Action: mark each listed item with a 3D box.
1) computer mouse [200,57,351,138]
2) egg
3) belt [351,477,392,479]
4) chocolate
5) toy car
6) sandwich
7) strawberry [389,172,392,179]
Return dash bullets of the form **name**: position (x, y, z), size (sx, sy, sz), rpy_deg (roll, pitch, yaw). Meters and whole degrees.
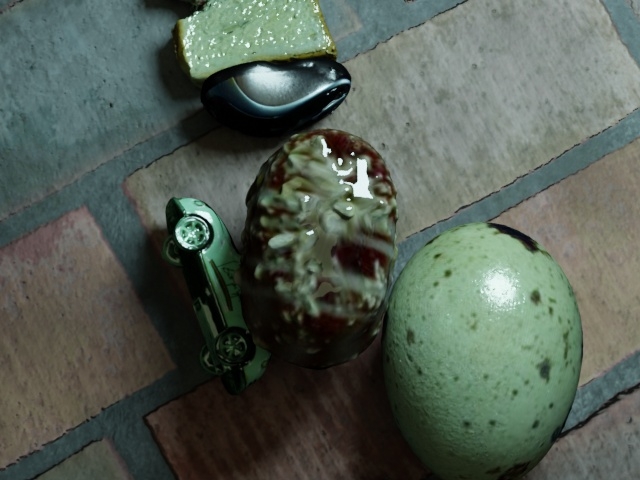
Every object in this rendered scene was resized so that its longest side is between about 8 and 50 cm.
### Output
- **computer mouse**: position (-0.064, -0.212, 1.753), size (0.233, 0.137, 0.096), rpy_deg (-7, 78, -6)
- **egg**: position (0.231, 0.163, 1.645), size (0.287, 0.287, 0.380), rpy_deg (-5, 85, -5)
- **belt**: position (0.045, 0.439, 1.655), size (0.289, 0.164, 0.184), rpy_deg (-2, 91, -4)
- **chocolate**: position (0.000, 0.000, 1.565), size (0.225, 0.210, 0.340), rpy_deg (8, 79, -1)
- **toy car**: position (-0.142, 0.074, 1.713), size (0.125, 0.136, 0.306), rpy_deg (-16, 82, -19)
- **sandwich**: position (-0.124, -0.383, 1.797), size (0.248, 0.095, 0.273), rpy_deg (-14, 84, -2)
- **strawberry**: position (0.039, -0.088, 1.753), size (0.148, 0.131, 0.131), rpy_deg (41, 81, 4)
